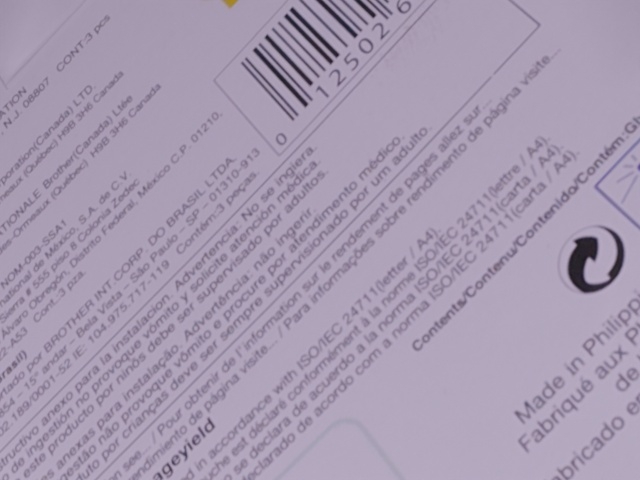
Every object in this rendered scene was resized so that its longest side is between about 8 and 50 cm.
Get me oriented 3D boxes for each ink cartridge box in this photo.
[{"bbox_3d":[0.000,0.000,0.476,0.270,0.151,0.395,-46,53,7],"label":"ink cartridge box"}]
